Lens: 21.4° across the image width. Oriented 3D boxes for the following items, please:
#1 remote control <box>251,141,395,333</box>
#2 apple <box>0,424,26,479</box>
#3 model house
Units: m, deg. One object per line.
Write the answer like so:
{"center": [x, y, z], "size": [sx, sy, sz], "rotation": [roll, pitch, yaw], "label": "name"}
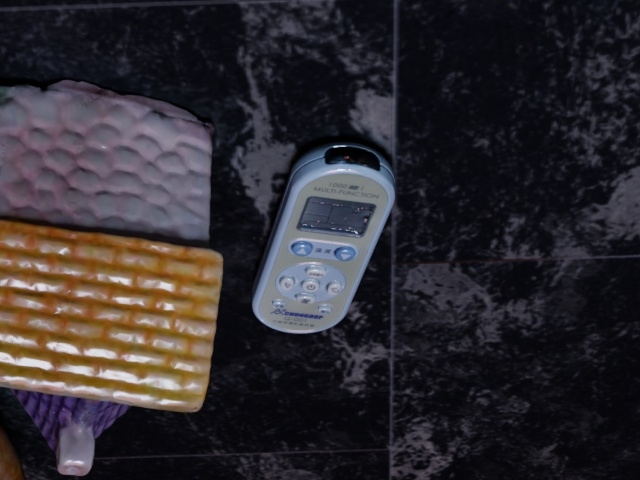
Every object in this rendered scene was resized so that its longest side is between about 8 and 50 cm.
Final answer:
{"center": [0.000, 0.000, 1.419], "size": [0.087, 0.047, 0.244], "rotation": [10, 143, -9], "label": "remote control"}
{"center": [-0.426, 0.281, 1.598], "size": [0.301, 0.302, 0.301], "rotation": [-1, 144, -1], "label": "apple"}
{"center": [-0.203, 0.043, 1.308], "size": [0.202, 0.237, 0.237], "rotation": [11, 142, -20], "label": "model house"}
